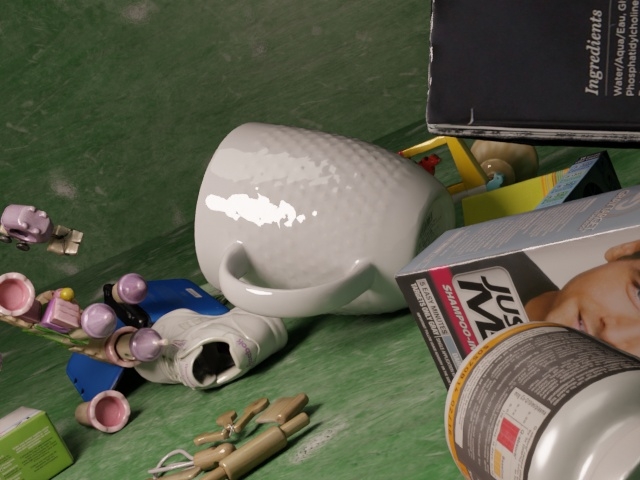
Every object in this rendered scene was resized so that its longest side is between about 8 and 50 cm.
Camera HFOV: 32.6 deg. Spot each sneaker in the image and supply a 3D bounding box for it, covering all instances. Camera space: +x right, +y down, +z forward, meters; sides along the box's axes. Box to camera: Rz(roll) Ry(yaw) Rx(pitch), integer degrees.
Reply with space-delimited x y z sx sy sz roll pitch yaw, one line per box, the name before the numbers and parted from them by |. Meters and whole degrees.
sneaker | -0.203 0.174 1.728 0.305 0.114 0.152 -18 13 36

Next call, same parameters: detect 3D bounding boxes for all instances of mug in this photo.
mug | 0.000 0.000 1.613 0.328 0.276 0.374 11 33 25

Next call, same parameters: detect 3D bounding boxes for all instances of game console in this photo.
game console | -0.319 0.186 2.003 0.250 0.173 0.293 -4 12 -23

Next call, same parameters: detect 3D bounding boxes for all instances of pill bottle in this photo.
pill bottle | 0.203 0.160 0.792 0.162 0.162 0.278 -27 11 -6

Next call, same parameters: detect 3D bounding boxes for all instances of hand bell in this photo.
hand bell | 0.289 -0.092 1.851 0.126 0.126 0.242 -20 16 27

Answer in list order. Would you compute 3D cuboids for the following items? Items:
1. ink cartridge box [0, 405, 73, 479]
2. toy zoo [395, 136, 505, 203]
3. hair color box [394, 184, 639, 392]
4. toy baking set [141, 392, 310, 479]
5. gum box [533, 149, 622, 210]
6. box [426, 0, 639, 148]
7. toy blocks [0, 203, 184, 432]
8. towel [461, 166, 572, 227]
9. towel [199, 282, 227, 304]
ink cartridge box | -0.524 0.346 1.711 0.189 0.097 0.255 -32 14 -28
toy zoo | 0.161 -0.054 1.762 0.293 0.192 0.030 -21 6 26
hair color box | 0.269 0.060 1.032 0.374 0.185 0.113 -15 15 44
toy baking set | -0.128 0.269 1.380 0.256 0.030 0.197 -31 10 -26
gum box | 0.317 0.001 1.270 0.041 0.157 0.184 -16 14 36
box | 0.401 -0.235 1.131 0.471 0.297 0.480 2 4 21
toy blocks | -0.381 0.111 1.696 0.260 0.288 0.309 -19 50 58
towel | 0.314 -0.041 1.626 0.237 0.102 0.021 -16 -15 42
towel | -0.308 0.162 2.214 0.248 0.038 0.325 -21 13 28
